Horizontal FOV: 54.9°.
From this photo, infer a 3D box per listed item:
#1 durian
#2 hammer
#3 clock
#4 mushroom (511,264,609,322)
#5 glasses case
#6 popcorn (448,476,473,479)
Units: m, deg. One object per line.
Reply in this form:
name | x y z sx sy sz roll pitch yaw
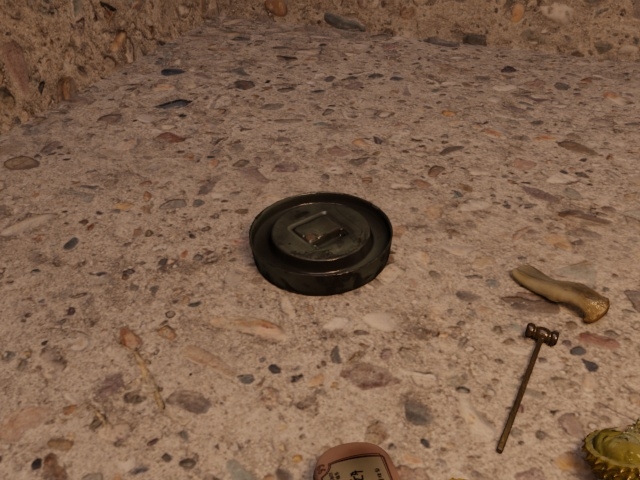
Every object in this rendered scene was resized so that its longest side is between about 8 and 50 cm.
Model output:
durian | 0.466 0.319 0.911 0.146 0.102 0.208 -3 7 28
hammer | 0.348 0.248 1.059 0.058 0.029 0.292 16 42 25
clock | 0.001 -0.001 1.373 0.319 0.066 0.319 -1 37 1
mushroom | 0.476 0.101 1.233 0.059 0.054 0.202 -25 37 -36
glasses case | 0.074 0.406 0.814 0.122 0.075 0.314 -7 37 -11
popcorn | 0.202 0.370 0.869 0.084 0.084 0.084 -1 37 1
